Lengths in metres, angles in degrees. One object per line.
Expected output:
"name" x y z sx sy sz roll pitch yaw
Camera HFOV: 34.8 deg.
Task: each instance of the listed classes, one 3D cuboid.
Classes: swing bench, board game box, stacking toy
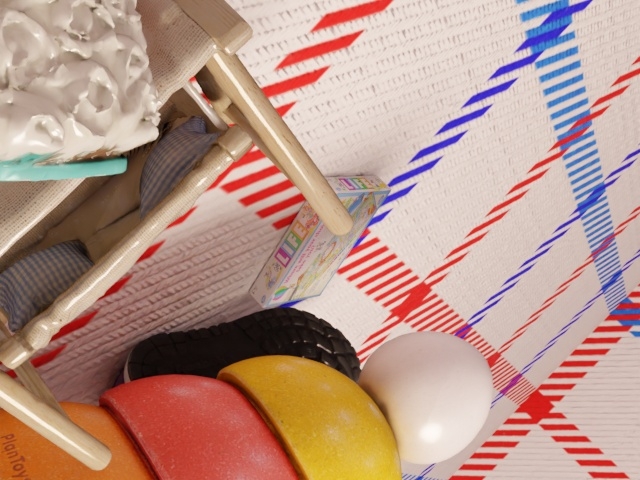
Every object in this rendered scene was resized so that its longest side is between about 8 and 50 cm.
"swing bench" -0.144 -0.025 0.634 0.253 0.165 0.255 -42 151 -5
"board game box" 0.000 0.000 1.070 0.103 0.026 0.154 -7 136 -55
"stacking toy" -0.049 0.214 0.848 0.480 0.350 0.350 -24 151 -19

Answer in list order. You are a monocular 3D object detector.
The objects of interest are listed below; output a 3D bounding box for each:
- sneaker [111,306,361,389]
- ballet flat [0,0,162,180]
"sneaker" -0.093 0.147 1.061 0.283 0.107 0.124 -1 145 -37
"ballet flat" -0.216 -0.070 0.307 0.409 0.147 0.147 -16 143 -53
